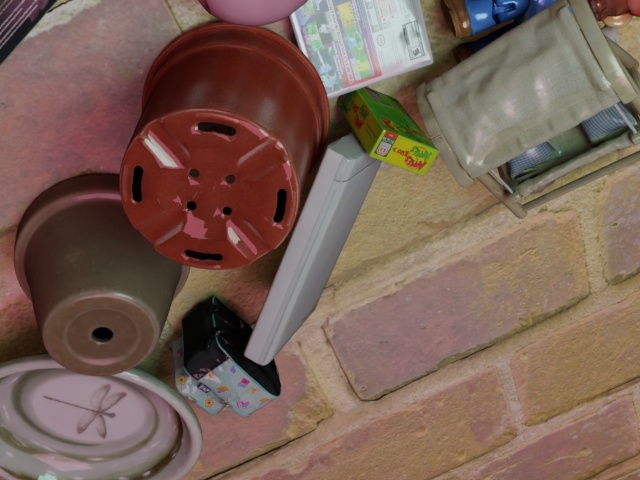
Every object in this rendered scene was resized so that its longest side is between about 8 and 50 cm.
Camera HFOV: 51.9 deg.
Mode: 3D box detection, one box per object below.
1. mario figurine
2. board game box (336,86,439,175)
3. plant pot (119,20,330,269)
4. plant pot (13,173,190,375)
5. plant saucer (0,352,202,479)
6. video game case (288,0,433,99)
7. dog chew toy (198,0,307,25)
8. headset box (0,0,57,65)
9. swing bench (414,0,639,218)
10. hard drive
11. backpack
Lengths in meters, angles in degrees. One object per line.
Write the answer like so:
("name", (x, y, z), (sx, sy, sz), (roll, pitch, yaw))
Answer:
("mario figurine", (0.344, -0.356, 0.968), (0.321, 0.170, 0.198), (-18, 162, 8))
("board game box", (0.093, -0.166, 0.952), (0.092, 0.181, 0.043), (16, 118, -25))
("plant pot", (-0.123, -0.112, 0.838), (0.273, 0.265, 0.272), (0, 120, 1))
("plant pot", (-0.317, 0.066, 0.955), (0.263, 0.229, 0.262), (-7, 123, -11))
("plant saucer", (-0.401, 0.303, 1.134), (0.401, 0.100, 0.400), (-1, 129, -2))
("video game case", (0.049, -0.317, 0.918), (0.184, 0.023, 0.201), (-20, 114, -3))
("dog chew toy", (-0.019, -0.399, 0.768), (0.332, 0.206, 0.206), (-33, 125, -4))
("headset box", (-0.392, -0.346, 0.656), (0.131, 0.246, 0.283), (-42, 122, 13))
("swing bench", (0.317, -0.178, 0.937), (0.253, 0.165, 0.255), (-29, 149, 34))
("hard drive", (0.000, 0.000, 1.018), (0.047, 0.233, 0.352), (28, 116, 10))
("backpack", (-0.160, 0.216, 1.134), (0.144, 0.166, 0.188), (-43, 122, 9))
